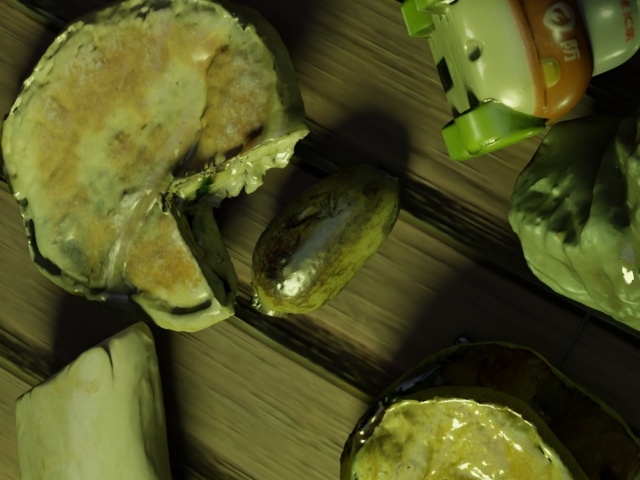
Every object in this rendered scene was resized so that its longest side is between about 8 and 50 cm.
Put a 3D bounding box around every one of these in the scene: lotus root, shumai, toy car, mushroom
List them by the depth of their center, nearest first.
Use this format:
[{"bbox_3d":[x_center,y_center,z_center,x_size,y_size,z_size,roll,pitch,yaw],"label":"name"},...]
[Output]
[{"bbox_3d":[0.279,0.008,0.874,0.263,0.309,0.304,-21,70,48],"label":"shumai"},{"bbox_3d":[0.188,-0.165,0.909,0.235,0.235,0.145,-18,91,16],"label":"toy car"},{"bbox_3d":[0.000,0.000,1.036,0.089,0.080,0.179,44,105,6],"label":"lotus root"},{"bbox_3d":[-0.205,0.282,1.092,0.154,0.137,0.408,-5,94,21],"label":"mushroom"}]

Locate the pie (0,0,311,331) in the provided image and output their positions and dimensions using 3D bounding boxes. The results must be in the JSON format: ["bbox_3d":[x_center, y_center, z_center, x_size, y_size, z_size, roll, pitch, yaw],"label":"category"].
[{"bbox_3d":[-0.159,-0.082,1.065,0.337,0.075,0.338,0,91,28],"label":"pie"}]

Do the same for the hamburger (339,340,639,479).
[{"bbox_3d":[0.141,0.234,0.996,0.265,0.134,0.285,40,111,6],"label":"hamburger"}]
